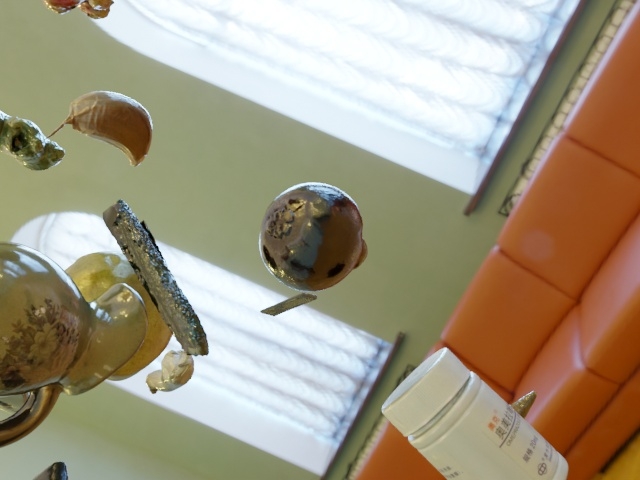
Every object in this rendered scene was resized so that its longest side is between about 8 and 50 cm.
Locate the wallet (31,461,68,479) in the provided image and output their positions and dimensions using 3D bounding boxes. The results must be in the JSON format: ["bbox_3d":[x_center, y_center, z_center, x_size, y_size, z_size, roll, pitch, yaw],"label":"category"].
[{"bbox_3d":[-0.431,0.482,1.051,0.168,0.052,0.245,-45,40,14],"label":"wallet"}]

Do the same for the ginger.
[{"bbox_3d":[-0.606,-0.208,1.315,0.089,0.137,0.290,-57,-30,-3],"label":"ginger"}]

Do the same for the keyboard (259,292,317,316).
[{"bbox_3d":[-0.088,0.175,1.876,0.176,0.055,0.014,-26,57,39],"label":"keyboard"}]

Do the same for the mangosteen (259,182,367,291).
[{"bbox_3d":[0.000,0.000,1.423,0.265,0.228,0.228,22,-88,-47],"label":"mangosteen"}]

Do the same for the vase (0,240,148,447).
[{"bbox_3d":[-0.484,0.182,1.114,0.302,0.241,0.329,31,-98,-46],"label":"vase"}]

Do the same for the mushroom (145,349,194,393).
[{"bbox_3d":[-0.430,0.386,1.981,0.278,0.096,0.099,-42,34,53],"label":"mushroom"}]

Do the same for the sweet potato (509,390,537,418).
[{"bbox_3d":[0.532,0.523,2.008,0.274,0.067,0.067,-52,6,33],"label":"sweet potato"}]

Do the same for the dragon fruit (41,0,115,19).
[{"bbox_3d":[-0.460,-0.547,1.294,0.263,0.314,0.296,82,-167,-49],"label":"dragon fruit"}]

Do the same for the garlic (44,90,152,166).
[{"bbox_3d":[-0.420,-0.227,1.342,0.198,0.090,0.129,14,-81,-45],"label":"garlic"}]

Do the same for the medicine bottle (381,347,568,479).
[{"bbox_3d":[0.296,0.382,1.351,0.190,0.332,0.190,-46,-4,-4],"label":"medicine bottle"}]

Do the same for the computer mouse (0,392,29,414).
[{"bbox_3d":[-0.592,0.259,1.243,0.056,0.181,0.089,-45,-11,-45],"label":"computer mouse"}]

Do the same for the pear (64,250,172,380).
[{"bbox_3d":[-0.479,0.175,1.590,0.304,0.304,0.304,24,-90,-88],"label":"pear"}]

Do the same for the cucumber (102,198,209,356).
[{"bbox_3d":[-0.214,0.051,0.911,0.043,0.257,0.044,-43,-22,17],"label":"cucumber"}]
